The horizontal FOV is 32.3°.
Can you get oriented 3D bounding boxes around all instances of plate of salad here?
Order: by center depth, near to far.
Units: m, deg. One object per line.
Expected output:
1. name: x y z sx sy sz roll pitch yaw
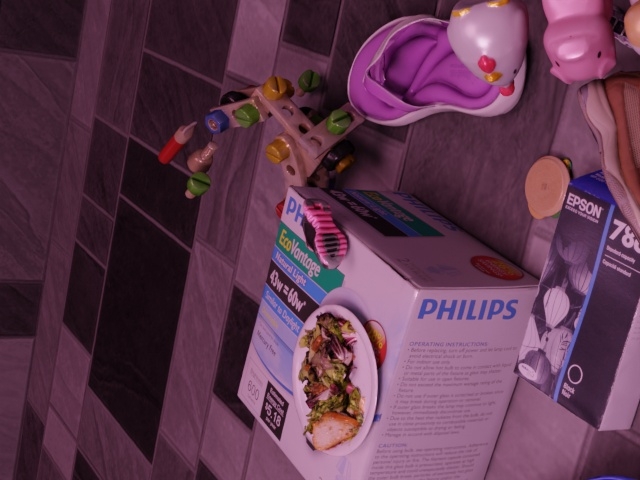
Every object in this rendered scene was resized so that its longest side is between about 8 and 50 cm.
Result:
1. plate of salad: 0.008 0.183 1.451 0.200 0.048 0.199 -4 86 57

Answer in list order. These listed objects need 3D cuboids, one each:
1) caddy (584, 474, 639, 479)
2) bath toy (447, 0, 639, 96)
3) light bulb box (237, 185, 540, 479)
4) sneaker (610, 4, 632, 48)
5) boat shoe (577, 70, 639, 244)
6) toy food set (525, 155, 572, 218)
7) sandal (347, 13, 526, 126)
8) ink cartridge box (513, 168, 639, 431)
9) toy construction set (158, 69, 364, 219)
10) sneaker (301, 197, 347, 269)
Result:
1. caddy: 0.313 0.407 1.263 0.341 0.179 0.241 -38 79 49
2. bath toy: 0.312 -0.237 1.244 0.348 0.151 0.129 -6 117 30
3. light bulb box: 0.085 0.151 1.584 0.358 0.225 0.360 39 121 51
4. sneaker: 0.350 -0.263 1.347 0.098 0.069 0.038 46 126 49
5. boat shoe: 0.373 -0.083 1.203 0.116 0.123 0.324 -25 45 19
6. toy food set: 0.301 -0.070 1.453 0.083 0.020 0.083 -7 81 57
7. sandal: 0.141 -0.261 1.640 0.416 0.102 0.169 5 91 58
8. ink cartridge box: 0.346 0.046 1.338 0.165 0.065 0.332 34 115 54
9. toy construction set: -0.080 -0.176 1.784 0.237 0.309 0.257 -38 65 59
10. sneaker: 0.000 0.000 1.486 0.119 0.047 0.057 -107 31 -41
